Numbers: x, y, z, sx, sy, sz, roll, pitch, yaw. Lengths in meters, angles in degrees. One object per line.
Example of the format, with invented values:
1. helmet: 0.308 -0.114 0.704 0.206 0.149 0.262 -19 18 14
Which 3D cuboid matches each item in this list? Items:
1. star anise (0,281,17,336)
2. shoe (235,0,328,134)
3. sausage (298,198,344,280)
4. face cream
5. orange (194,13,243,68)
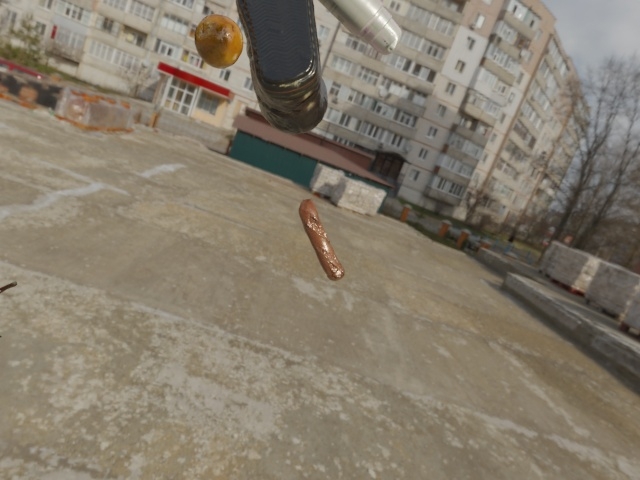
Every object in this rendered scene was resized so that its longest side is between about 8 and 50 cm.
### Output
1. star anise: -0.419 0.095 0.527 0.141 0.144 0.158 -21 59 -41
2. shoe: -0.084 -0.434 1.089 0.171 0.383 0.237 -13 -20 -2
3. sausage: 0.000 0.000 0.847 0.036 0.157 0.042 -22 8 9
4. face cream: 0.054 -0.585 1.137 0.346 0.102 0.102 38 6 -15
5. orange: -0.162 -0.319 0.768 0.083 0.083 0.070 28 7 35
